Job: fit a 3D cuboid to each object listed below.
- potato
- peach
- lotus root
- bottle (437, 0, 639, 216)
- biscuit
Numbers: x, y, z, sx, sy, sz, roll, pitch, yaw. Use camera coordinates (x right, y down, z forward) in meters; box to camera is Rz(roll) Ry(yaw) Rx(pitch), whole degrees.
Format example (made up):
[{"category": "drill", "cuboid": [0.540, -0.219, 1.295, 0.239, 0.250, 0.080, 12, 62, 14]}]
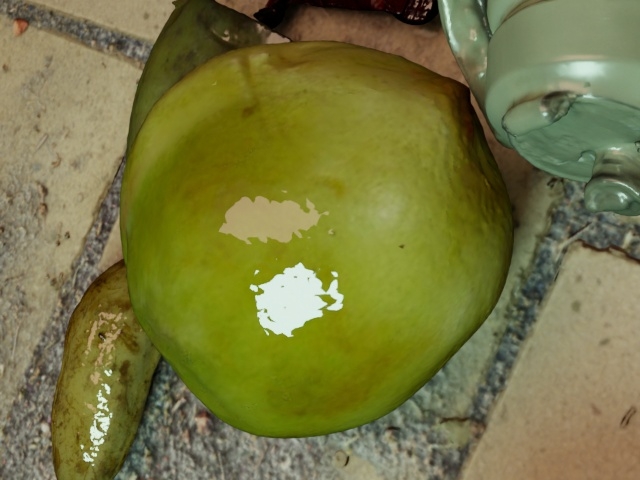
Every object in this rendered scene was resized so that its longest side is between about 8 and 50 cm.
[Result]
[{"category": "potato", "cuboid": [-0.115, -0.098, 1.107, 0.269, 0.112, 0.255, 33, 96, 36]}, {"category": "peach", "cuboid": [-0.003, 0.006, 0.891, 0.316, 0.314, 0.281, -21, 44, 9]}, {"category": "lotus root", "cuboid": [-0.215, 0.132, 1.112, 0.110, 0.097, 0.258, 6, 79, 65]}, {"category": "bottle", "cuboid": [0.206, -0.196, 0.825, 0.229, 0.229, 0.351, -2, 65, 32]}, {"category": "biscuit", "cuboid": [0.032, -0.279, 1.089, 0.235, 0.063, 0.151, 9, 71, 38]}]
